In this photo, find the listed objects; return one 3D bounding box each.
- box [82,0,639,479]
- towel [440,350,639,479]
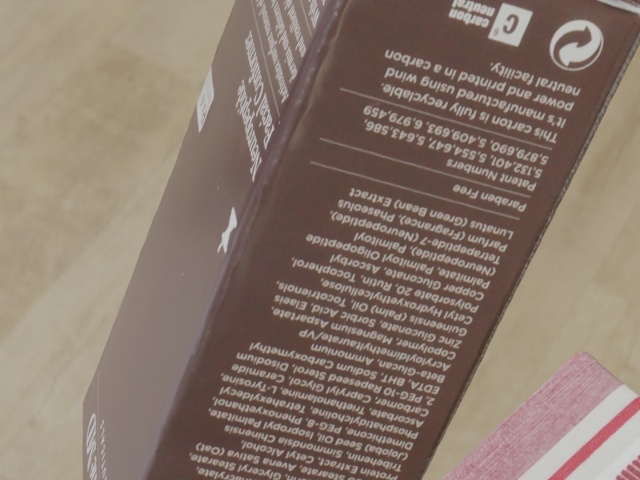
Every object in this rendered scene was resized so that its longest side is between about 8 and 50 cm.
[{"bbox_3d":[0.000,0.000,0.848,0.143,0.381,0.191,14,27,-16],"label":"box"},{"bbox_3d":[0.301,0.286,1.724,0.237,0.037,0.329,-40,61,-15],"label":"towel"}]
